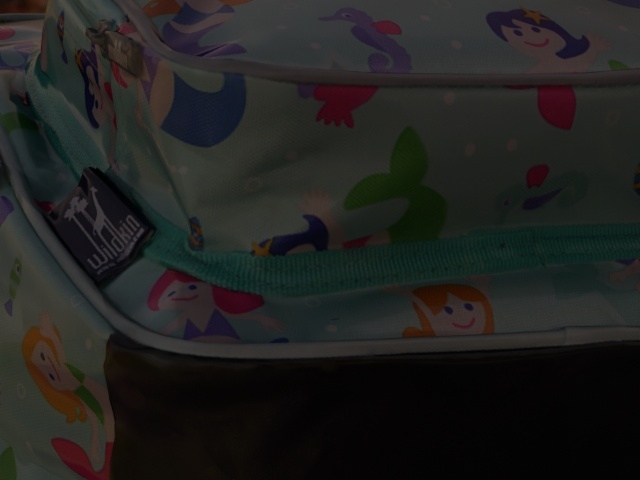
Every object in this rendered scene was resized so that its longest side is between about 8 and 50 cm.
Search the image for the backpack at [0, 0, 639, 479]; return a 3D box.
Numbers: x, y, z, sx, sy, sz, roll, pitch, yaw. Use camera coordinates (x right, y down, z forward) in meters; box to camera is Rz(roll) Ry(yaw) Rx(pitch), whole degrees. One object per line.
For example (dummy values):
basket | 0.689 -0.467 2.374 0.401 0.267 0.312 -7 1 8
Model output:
backpack | 0.000 0.000 0.519 0.225 0.191 0.253 -2 18 -27
